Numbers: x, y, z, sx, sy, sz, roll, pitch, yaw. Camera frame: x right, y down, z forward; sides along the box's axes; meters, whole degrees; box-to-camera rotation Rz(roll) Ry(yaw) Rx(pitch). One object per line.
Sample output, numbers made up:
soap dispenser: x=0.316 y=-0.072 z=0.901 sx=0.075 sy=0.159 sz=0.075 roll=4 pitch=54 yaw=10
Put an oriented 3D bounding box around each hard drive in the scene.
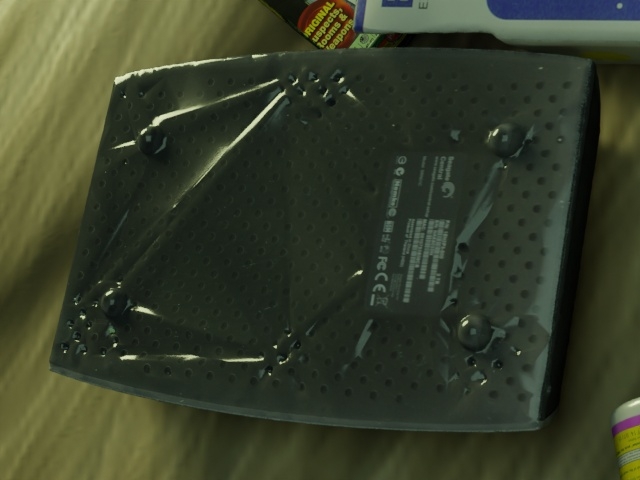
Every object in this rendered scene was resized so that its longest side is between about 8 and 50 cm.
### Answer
hard drive: x=0.000 y=0.000 z=0.607 sx=0.254 sy=0.054 sz=0.172 roll=2 pitch=75 yaw=32

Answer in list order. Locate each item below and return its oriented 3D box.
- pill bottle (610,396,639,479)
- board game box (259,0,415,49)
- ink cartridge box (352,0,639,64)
pill bottle: x=0.136 y=0.101 z=0.497 sx=0.043 sy=0.043 sz=0.083 roll=-17 pitch=65 yaw=26
board game box: x=0.060 y=-0.213 z=0.660 sx=0.260 sy=0.030 sz=0.136 roll=-51 pitch=54 yaw=6
ink cartridge box: x=0.178 y=-0.223 z=0.547 sx=0.307 sy=0.072 sz=0.304 roll=7 pitch=88 yaw=33
